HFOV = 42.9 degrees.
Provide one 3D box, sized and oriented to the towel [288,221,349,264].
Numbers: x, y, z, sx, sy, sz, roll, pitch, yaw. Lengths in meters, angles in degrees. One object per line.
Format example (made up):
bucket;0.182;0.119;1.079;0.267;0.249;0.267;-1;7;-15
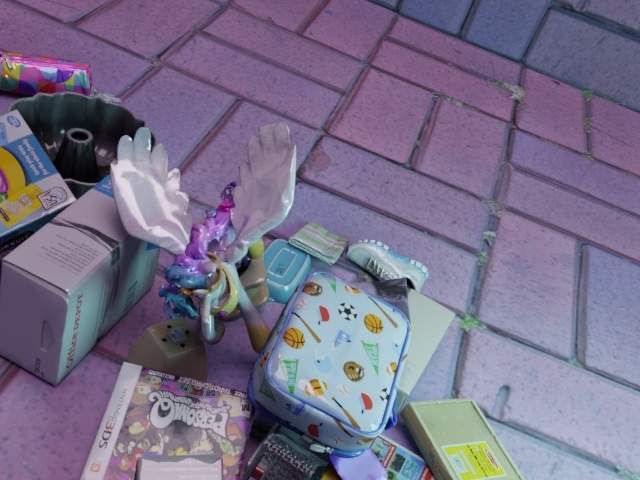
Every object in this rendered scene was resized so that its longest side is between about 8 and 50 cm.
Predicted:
towel;0.000;0.000;1.793;0.113;0.023;0.152;28;22;6

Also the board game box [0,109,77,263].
board game box;-0.635;-0.063;1.446;0.336;0.079;0.254;-29;64;-21

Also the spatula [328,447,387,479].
spatula;-0.007;0.310;1.395;0.084;0.030;0.296;-25;57;-41

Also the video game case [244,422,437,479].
video game case;0.042;0.386;1.372;0.285;0.025;0.204;29;38;10

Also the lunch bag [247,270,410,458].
lunch bag;0.026;0.209;1.365;0.243;0.115;0.303;29;44;-4

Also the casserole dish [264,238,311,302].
casserole dish;-0.084;0.057;1.706;0.114;0.037;0.188;25;39;6

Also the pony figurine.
pony figurine;-0.168;0.004;1.346;0.302;0.363;0.351;-8;70;4

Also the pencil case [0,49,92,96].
pencil case;-0.662;-0.389;1.928;0.236;0.104;0.104;4;40;-22

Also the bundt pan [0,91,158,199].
bundt pan;-0.514;-0.173;1.712;0.330;0.124;0.331;14;38;-11

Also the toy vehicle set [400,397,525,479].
toy vehicle set;0.268;0.396;1.435;0.166;0.035;0.267;5;39;-35

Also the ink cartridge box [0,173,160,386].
ink cartridge box;-0.403;0.059;1.399;0.129;0.223;0.307;26;38;7

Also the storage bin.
storage bin;-0.061;0.363;1.211;0.084;0.180;0.122;31;81;14

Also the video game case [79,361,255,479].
video game case;-0.231;0.314;1.276;0.232;0.042;0.210;15;52;-3

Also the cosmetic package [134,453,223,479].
cosmetic package;-0.195;0.425;1.113;0.127;0.107;0.238;2;51;-16

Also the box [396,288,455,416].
box;0.157;0.217;1.576;0.113;0.094;0.275;31;38;12

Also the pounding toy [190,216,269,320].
pounding toy;-0.188;0.006;1.600;0.154;0.155;0.270;-7;49;-5

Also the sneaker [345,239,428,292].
sneaker;0.142;0.063;1.780;0.190;0.071;0.083;22;43;1

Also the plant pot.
plant pot;-0.258;0.196;1.404;0.109;0.096;0.109;-17;51;-38

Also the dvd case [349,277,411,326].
dvd case;0.064;0.131;1.607;0.221;0.018;0.164;-6;29;6
